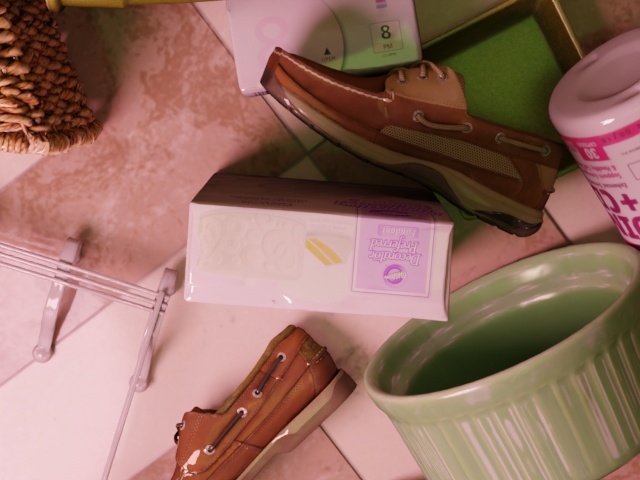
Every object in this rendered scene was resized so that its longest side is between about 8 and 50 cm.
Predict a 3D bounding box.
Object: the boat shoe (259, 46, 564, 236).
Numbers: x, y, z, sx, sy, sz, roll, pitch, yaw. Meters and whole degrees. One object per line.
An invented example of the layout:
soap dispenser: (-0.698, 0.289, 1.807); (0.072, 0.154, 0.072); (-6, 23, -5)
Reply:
boat shoe: (0.097, -0.120, 1.716); (0.324, 0.122, 0.120); (26, 97, -18)

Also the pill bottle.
pill bottle: (0.361, -0.060, 1.724); (0.160, 0.160, 0.283); (-34, 114, 5)

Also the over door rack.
over door rack: (-0.307, 0.153, 1.804); (0.239, 0.108, 0.324); (17, 77, -2)

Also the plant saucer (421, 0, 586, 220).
plant saucer: (0.193, -0.144, 1.802); (0.188, 0.045, 0.188); (-27, 96, 5)

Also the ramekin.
ramekin: (0.209, 0.139, 1.719); (0.303, 0.303, 0.148); (-26, 104, 4)

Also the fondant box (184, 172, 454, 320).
fondant box: (0.000, 0.000, 1.681); (0.238, 0.330, 0.096); (4, 98, 0)

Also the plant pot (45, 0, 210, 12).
plant pot: (-0.062, -0.380, 1.624); (0.353, 0.366, 0.366); (6, 98, -4)

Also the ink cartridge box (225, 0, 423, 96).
ink cartridge box: (-0.005, -0.274, 1.759); (0.189, 0.066, 0.232); (-9, 91, 4)

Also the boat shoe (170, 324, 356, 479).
boat shoe: (-0.107, 0.218, 1.832); (0.307, 0.111, 0.104); (-43, 91, -4)

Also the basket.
basket: (-0.365, -0.158, 1.680); (0.213, 0.299, 0.223); (-20, 97, 4)
